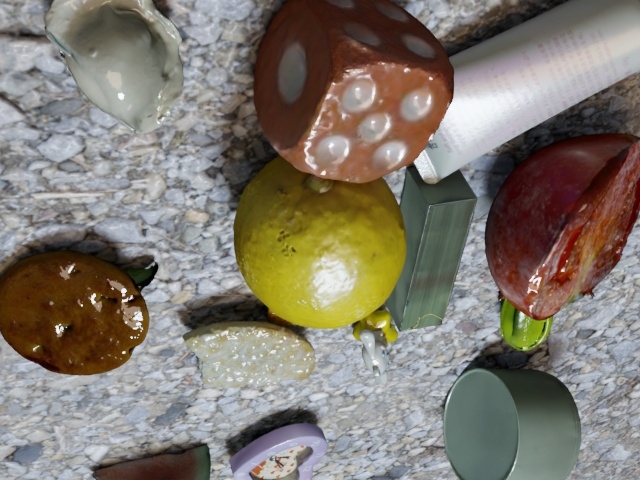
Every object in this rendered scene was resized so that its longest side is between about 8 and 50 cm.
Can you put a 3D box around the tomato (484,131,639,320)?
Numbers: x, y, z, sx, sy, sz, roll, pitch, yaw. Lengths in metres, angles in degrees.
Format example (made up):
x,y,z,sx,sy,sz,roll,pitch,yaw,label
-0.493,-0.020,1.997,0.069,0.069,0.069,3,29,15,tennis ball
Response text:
x,y,z,sx,sy,sz,roll,pitch,yaw,label
0.346,-0.043,1.407,0.309,0.170,0.309,-36,142,-35,tomato

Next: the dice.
x,y,z,sx,sy,sz,roll,pitch,yaw,label
0.036,-0.186,1.122,0.179,0.174,0.175,1,132,-31,dice

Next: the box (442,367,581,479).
x,y,z,sx,sy,sz,roll,pitch,yaw,label
0.352,0.352,1.767,0.149,0.226,0.226,6,130,-29,box

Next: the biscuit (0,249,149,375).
x,y,z,sx,sy,sz,roll,pitch,yaw,label
-0.341,0.102,1.297,0.212,0.036,0.212,-1,121,-1,biscuit

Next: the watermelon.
x,y,z,sx,sy,sz,roll,pitch,yaw,label
-0.288,0.458,1.653,0.202,0.207,0.136,-4,110,2,watermelon

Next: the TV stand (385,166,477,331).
x,y,z,sx,sy,sz,roll,pitch,yaw,label
0.160,0.015,1.439,0.082,0.088,0.270,-9,136,-18,TV stand

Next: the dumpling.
x,y,z,sx,sy,sz,roll,pitch,yaw,label
-0.216,-0.206,1.044,0.127,0.108,0.188,-44,126,-16,dumpling

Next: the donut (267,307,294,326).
x,y,z,sx,sy,sz,roll,pitch,yaw,label
-0.031,0.091,1.467,0.108,0.043,0.097,-1,134,-22,donut

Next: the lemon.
x,y,z,sx,sy,sz,roll,pitch,yaw,label
-0.001,-0.002,1.245,0.236,0.236,0.263,-10,126,-15,lemon

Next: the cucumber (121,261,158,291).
x,y,z,sx,sy,sz,roll,pitch,yaw,label
-0.322,0.095,1.344,0.220,0.046,0.070,-41,127,19,cucumber

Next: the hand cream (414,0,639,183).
x,y,z,sx,sy,sz,roll,pitch,yaw,label
0.265,-0.213,1.251,0.358,0.118,0.185,-26,132,12,hand cream

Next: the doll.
x,y,z,sx,sy,sz,roll,pitch,yaw,label
0.085,0.169,1.549,0.071,0.113,0.135,-9,161,13,doll

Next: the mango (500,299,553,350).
x,y,z,sx,sy,sz,roll,pitch,yaw,label
0.361,0.116,1.649,0.091,0.074,0.165,0,121,-16,mango

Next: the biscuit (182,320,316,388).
x,y,z,sx,sy,sz,roll,pitch,yaw,label
-0.116,0.183,1.503,0.188,0.040,0.265,-31,143,27,biscuit

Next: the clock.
x,y,z,sx,sy,sz,roll,pitch,yaw,label
-0.087,0.396,1.738,0.172,0.064,0.198,2,132,-26,clock
